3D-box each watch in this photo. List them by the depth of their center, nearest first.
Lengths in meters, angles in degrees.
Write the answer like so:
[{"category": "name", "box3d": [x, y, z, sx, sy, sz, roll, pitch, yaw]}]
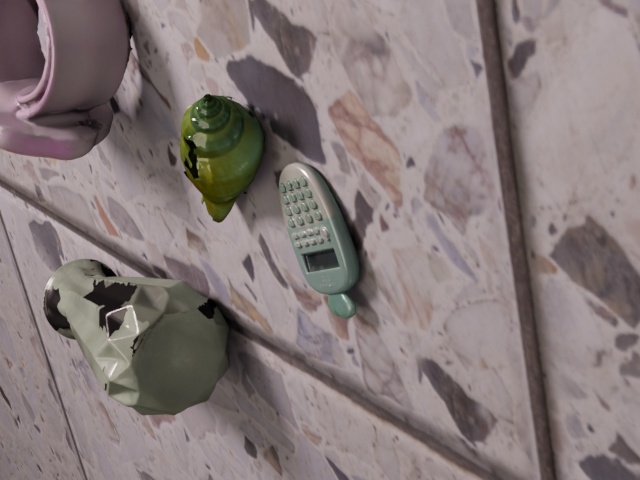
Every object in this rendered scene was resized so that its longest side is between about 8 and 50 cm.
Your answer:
[{"category": "watch", "box3d": [-0.324, -0.226, 1.369, 0.248, 0.211, 0.217, 33, 121, 35]}]

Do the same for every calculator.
[{"category": "calculator", "box3d": [0.000, 0.000, 1.120, 0.095, 0.021, 0.153, -13, 100, 63]}]

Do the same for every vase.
[{"category": "vase", "box3d": [-0.244, 0.105, 1.509, 0.360, 0.165, 0.165, 18, 127, 60]}]

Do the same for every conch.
[{"category": "conch", "box3d": [-0.100, -0.090, 1.177, 0.201, 0.080, 0.094, 129, 132, -69]}]
